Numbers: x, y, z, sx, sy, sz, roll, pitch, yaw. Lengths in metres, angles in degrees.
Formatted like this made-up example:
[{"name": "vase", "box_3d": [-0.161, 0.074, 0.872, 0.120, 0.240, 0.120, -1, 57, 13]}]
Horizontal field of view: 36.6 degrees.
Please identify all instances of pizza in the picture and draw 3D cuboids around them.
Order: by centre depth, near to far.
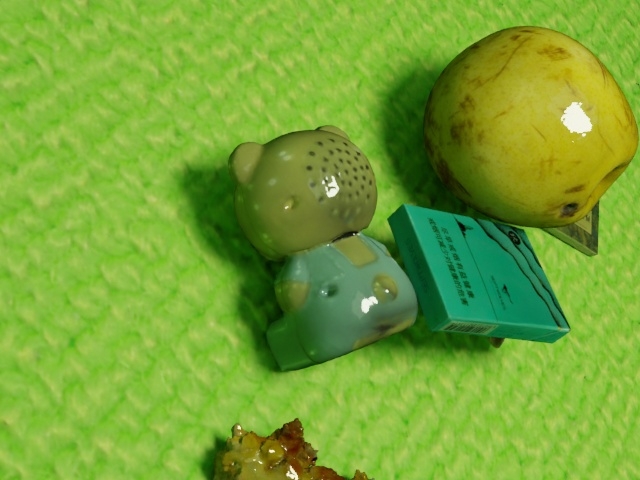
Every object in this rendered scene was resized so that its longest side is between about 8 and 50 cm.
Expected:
[{"name": "pizza", "box_3d": [-0.037, 0.293, 1.009, 0.289, 0.081, 0.229, -25, 87, -38]}]

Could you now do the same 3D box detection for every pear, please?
[{"name": "pear", "box_3d": [0.272, -0.145, 1.280, 0.280, 0.280, 0.281, 14, 64, -31]}]

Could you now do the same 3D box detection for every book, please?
[{"name": "book", "box_3d": [0.377, -0.106, 1.505, 0.160, 0.024, 0.228, 26, 58, -28]}]

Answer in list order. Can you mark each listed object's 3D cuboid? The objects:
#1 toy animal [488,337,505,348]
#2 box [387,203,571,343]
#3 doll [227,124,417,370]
[{"name": "toy animal", "box_3d": [0.218, 0.063, 1.295, 0.083, 0.089, 0.150, -42, 103, -18]}, {"name": "box", "box_3d": [0.197, 0.044, 1.189, 0.226, 0.042, 0.161, 9, 51, -39]}, {"name": "doll", "box_3d": [0.000, 0.000, 1.101, 0.177, 0.161, 0.261, -17, 85, -37]}]
